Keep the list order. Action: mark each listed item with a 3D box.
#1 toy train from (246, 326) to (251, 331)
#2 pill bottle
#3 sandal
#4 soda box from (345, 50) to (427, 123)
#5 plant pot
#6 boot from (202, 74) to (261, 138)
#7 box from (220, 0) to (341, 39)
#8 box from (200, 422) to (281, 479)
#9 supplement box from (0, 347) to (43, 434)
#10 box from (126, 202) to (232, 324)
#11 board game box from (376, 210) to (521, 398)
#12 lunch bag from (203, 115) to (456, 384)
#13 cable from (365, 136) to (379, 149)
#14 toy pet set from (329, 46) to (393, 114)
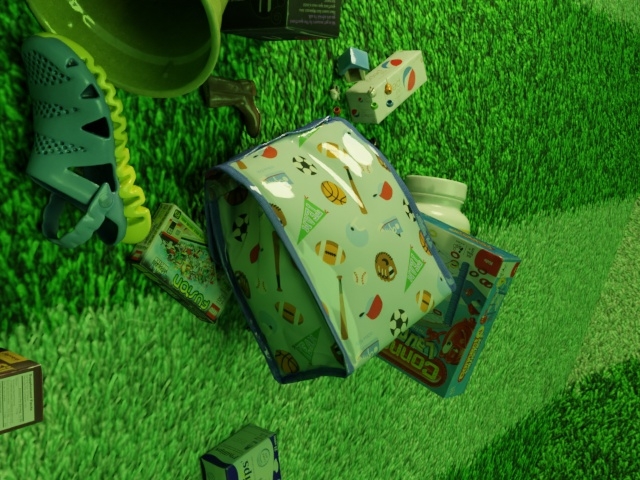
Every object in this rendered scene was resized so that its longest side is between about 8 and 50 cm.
[{"bbox_3d":[-0.071,0.130,1.412,0.158,0.027,0.036,-32,133,-15],"label":"toy train"},{"bbox_3d":[0.236,0.028,1.697,0.187,0.187,0.334,10,90,-53],"label":"pill bottle"},{"bbox_3d":[-0.331,-0.114,0.993,0.138,0.126,0.318,-34,122,-38],"label":"sandal"},{"bbox_3d":[0.144,-0.331,1.595,0.216,0.069,0.074,-45,131,-38],"label":"soda box"},{"bbox_3d":[-0.215,-0.380,0.996,0.276,0.276,0.254,59,41,-40],"label":"plant pot"},{"bbox_3d":[-0.152,-0.225,1.261,0.114,0.037,0.107,-12,94,-54],"label":"boot"},{"bbox_3d":[-0.065,-0.471,1.214,0.143,0.165,0.271,-7,104,-51],"label":"box"},{"bbox_3d":[-0.145,0.434,1.390,0.137,0.072,0.126,-26,117,-46],"label":"box"},{"bbox_3d":[-0.452,0.199,0.914,0.188,0.104,0.081,-10,105,-51],"label":"supplement box"},{"bbox_3d":[-0.218,0.042,1.237,0.207,0.036,0.114,49,60,-46],"label":"box"},{"bbox_3d":[0.203,0.111,1.519,0.086,0.308,0.302,2,111,-54],"label":"board game box"},{"bbox_3d":[0.000,0.000,1.281,0.327,0.238,0.386,-32,99,-44],"label":"lunch bag"},{"bbox_3d":[0.102,-0.138,1.571,0.184,0.047,0.151,-35,124,-60],"label":"cable"},{"bbox_3d":[0.077,-0.320,1.473,0.065,0.122,0.114,64,21,-62],"label":"toy pet set"}]
